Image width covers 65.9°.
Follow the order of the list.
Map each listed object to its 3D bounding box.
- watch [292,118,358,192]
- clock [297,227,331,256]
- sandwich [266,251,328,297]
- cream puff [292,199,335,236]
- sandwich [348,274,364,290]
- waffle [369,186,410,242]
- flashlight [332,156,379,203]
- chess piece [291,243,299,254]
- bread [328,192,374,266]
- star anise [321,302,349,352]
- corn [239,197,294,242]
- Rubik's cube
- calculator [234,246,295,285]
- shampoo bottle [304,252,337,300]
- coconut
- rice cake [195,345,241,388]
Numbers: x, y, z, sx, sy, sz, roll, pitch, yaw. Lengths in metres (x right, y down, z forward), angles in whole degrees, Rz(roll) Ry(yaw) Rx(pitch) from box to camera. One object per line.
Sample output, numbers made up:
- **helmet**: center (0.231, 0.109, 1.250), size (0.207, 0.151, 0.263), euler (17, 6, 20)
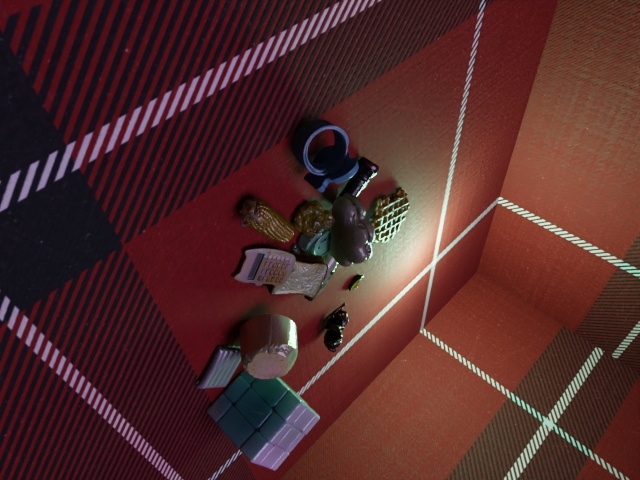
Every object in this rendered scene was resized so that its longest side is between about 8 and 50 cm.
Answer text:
- **watch**: center (0.002, -0.286, 1.614), size (0.211, 0.211, 0.193), euler (-48, 129, -12)
- **clock**: center (0.000, 0.000, 1.998), size (0.159, 0.066, 0.211), euler (-49, 151, -8)
- **sandwich**: center (-0.088, 0.138, 1.939), size (0.214, 0.065, 0.186), euler (6, 118, -31)
- **cream puff**: center (-0.023, -0.073, 1.840), size (0.146, 0.116, 0.146), euler (-40, 150, -29)
- **sandwich**: center (0.177, 0.216, 2.522), size (0.101, 0.026, 0.069), euler (-57, 155, 11)
- **waffle**: center (0.324, -0.118, 2.326), size (0.301, 0.058, 0.281), euler (0, 113, -56)
- **flashlight**: center (0.137, -0.214, 1.952), size (0.232, 0.093, 0.093), euler (-57, 151, 11)
- **chess piece**: center (-0.096, 0.051, 1.941), size (0.042, 0.042, 0.093), euler (-38, 140, -27)
- **bread**: center (0.122, -0.016, 1.914), size (0.102, 0.183, 0.337), euler (-27, 141, -27)
- **star anise**: center (0.070, 0.448, 2.516), size (0.190, 0.126, 0.220), euler (87, 19, -48)
- **corn**: center (-0.169, -0.056, 1.656), size (0.106, 0.106, 0.293), euler (-54, 152, 0)
- **Rubik's cube**: center (-0.244, 0.766, 2.181), size (0.316, 0.322, 0.319), euler (-46, 149, -12)
- **calculator**: center (-0.195, 0.095, 1.788), size (0.236, 0.033, 0.157), euler (12, 111, -38)
- **shampoo bottle**: center (0.004, 0.151, 2.145), size (0.257, 0.078, 0.127), euler (-60, 160, 16)
- **coconut**: center (-0.206, 0.400, 1.952), size (0.239, 0.244, 0.239), euler (-3, 131, -4)
- **rice cake**: center (-0.396, 0.510, 1.979), size (0.198, 0.037, 0.189), euler (-57, 151, 4)
